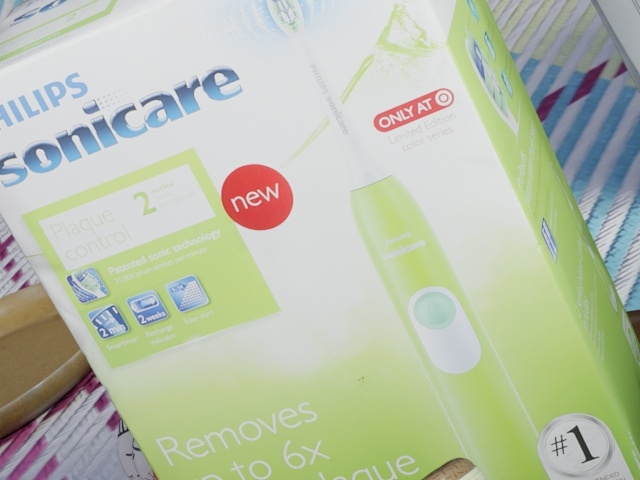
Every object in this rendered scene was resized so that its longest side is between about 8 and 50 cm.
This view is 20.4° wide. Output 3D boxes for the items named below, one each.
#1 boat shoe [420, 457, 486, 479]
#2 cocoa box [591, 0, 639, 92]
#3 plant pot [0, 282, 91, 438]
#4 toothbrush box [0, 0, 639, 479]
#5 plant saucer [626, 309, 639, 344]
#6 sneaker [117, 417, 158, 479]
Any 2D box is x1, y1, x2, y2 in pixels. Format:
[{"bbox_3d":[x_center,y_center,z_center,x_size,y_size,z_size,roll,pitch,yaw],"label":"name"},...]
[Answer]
[{"bbox_3d":[0.017,0.170,0.737,0.190,0.072,0.068,-49,-18,27],"label":"boat shoe"},{"bbox_3d":[0.344,-0.211,1.020,0.347,0.231,0.228,-16,39,28],"label":"cocoa box"},{"bbox_3d":[-0.252,0.103,1.352,0.236,0.032,0.236,-24,21,10],"label":"plant pot"},{"bbox_3d":[0.000,0.000,0.786,0.206,0.283,0.122,-20,21,17],"label":"toothbrush box"},{"bbox_3d":[0.116,0.118,0.837,0.310,0.050,0.310,-24,22,10],"label":"plant saucer"},{"bbox_3d":[-0.013,0.058,1.077,0.145,0.090,0.270,-6,32,40],"label":"sneaker"}]
